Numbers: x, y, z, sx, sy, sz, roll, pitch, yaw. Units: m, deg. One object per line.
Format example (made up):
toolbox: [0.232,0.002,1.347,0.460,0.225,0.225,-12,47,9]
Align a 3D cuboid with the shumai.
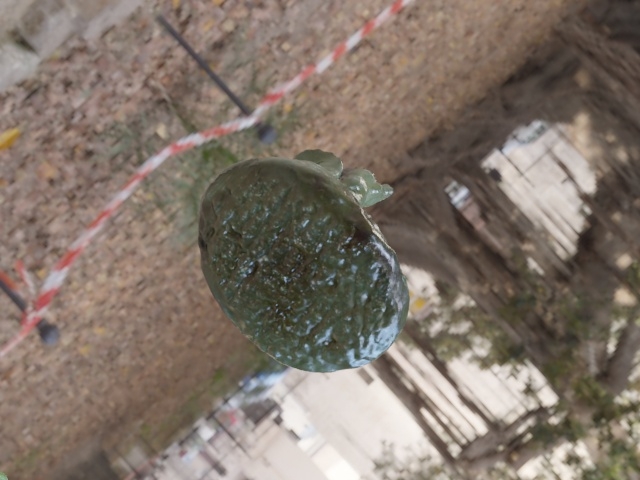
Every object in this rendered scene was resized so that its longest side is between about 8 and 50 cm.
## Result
shumai: [0.000,0.000,1.775,0.324,0.397,0.323,-38,-173,31]

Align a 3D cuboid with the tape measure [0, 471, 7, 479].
tape measure: [-0.457,0.243,1.109,0.200,0.175,0.106,4,-119,32]
